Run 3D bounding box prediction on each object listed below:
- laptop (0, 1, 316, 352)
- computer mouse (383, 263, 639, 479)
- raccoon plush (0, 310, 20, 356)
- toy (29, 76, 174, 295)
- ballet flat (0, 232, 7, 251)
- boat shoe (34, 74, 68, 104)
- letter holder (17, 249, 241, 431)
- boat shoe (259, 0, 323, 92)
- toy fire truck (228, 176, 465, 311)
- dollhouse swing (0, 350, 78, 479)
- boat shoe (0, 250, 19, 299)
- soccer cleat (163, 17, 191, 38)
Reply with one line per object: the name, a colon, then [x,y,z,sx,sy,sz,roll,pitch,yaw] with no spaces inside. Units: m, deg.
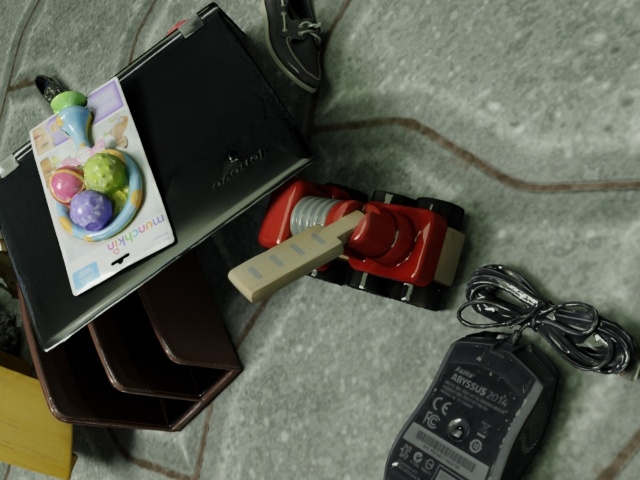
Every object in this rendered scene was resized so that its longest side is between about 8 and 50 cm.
laptop: [-0.218,-0.102,1.002,0.382,0.408,0.236,-35,96,6]
computer mouse: [0.166,0.172,0.717,0.188,0.072,0.272,30,84,45]
raccoon plush: [-0.753,0.255,1.338,0.216,0.299,0.447,36,101,42]
toy: [-0.269,-0.074,0.855,0.136,0.056,0.237,-28,64,11]
ballet flat: [-0.536,-0.008,1.368,0.348,0.123,0.123,-2,75,41]
boat shoe: [-0.540,-0.295,1.507,0.142,0.040,0.049,41,104,42]
letter holder: [-0.277,0.089,1.029,0.152,0.214,0.302,-45,51,21]
boat shoe: [-0.033,-0.291,1.035,0.065,0.075,0.206,-41,48,28]
toy fire truck: [0.000,0.000,0.790,0.217,0.246,0.159,13,85,43]
dollhouse swing: [-0.482,0.137,1.127,0.346,0.315,0.305,-5,61,60]
boat shoe: [-0.445,0.090,1.213,0.285,0.104,0.089,21,90,26]
soccer cleat: [-0.269,-0.269,1.246,0.248,0.083,0.095,-43,22,29]
